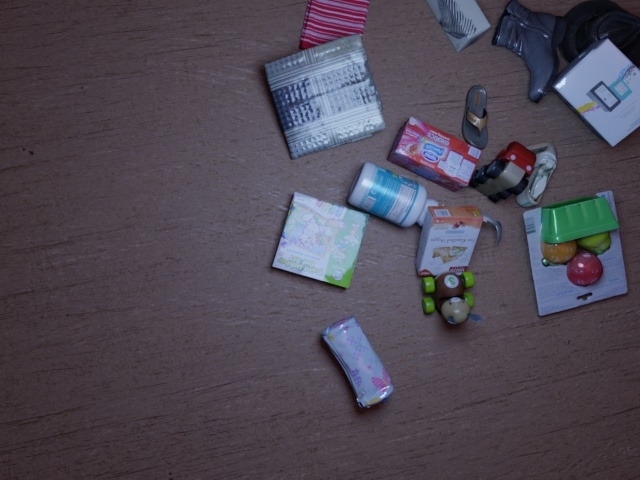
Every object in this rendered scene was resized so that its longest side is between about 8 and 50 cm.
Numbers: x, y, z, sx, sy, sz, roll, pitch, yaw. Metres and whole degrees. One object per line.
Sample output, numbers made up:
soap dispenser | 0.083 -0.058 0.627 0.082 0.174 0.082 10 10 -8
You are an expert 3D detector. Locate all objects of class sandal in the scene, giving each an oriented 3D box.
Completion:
sandal | 0.524 -0.413 1.679 0.090 0.060 0.219 8 85 -6

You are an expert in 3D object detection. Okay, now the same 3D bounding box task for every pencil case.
pencil case | 0.111 0.368 1.546 0.124 0.113 0.272 -28 89 -17

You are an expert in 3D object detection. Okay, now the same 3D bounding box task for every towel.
towel | 0.051 -0.732 1.664 0.199 0.031 0.274 12 84 -6
towel | 0.019 -0.447 1.585 0.325 0.056 0.311 -17 103 2

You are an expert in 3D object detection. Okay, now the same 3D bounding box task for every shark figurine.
shark figurine | 0.456 -0.072 1.632 0.279 0.116 0.166 -8 120 1

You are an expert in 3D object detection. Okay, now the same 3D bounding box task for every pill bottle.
pill bottle | 0.228 -0.132 1.582 0.264 0.146 0.146 23 83 -5

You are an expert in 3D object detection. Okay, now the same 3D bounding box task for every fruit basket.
fruit basket | 0.830 0.040 1.658 0.328 0.165 0.352 -14 103 -7

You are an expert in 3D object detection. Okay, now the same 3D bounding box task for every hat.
hat | 0.992 -0.702 1.720 0.332 0.134 0.330 1 85 -6

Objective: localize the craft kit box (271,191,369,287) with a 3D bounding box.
craft kit box | 0.000 0.000 1.593 0.250 0.061 0.246 16 87 -5

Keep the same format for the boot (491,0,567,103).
boot | 0.677 -0.633 1.700 0.223 0.118 0.337 17 73 -2

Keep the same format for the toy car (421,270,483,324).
toy car | 0.410 0.194 1.542 0.155 0.188 0.148 -7 114 -3

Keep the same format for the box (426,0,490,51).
box | 0.436 -0.778 1.672 0.094 0.113 0.275 -32 88 -7

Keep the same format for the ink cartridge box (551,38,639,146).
ink cartridge box | 0.909 -0.477 1.628 0.270 0.198 0.197 45 115 -1

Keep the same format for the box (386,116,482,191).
box | 0.360 -0.272 1.618 0.257 0.122 0.128 24 83 -4

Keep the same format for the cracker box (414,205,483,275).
cracker box | 0.391 0.005 1.563 0.156 0.067 0.232 -1 129 -6

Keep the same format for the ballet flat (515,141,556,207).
ballet flat | 0.734 -0.222 1.679 0.086 0.086 0.248 27 83 -4

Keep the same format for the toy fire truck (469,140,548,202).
toy fire truck | 0.619 -0.250 1.600 0.159 0.217 0.246 34 82 -3
